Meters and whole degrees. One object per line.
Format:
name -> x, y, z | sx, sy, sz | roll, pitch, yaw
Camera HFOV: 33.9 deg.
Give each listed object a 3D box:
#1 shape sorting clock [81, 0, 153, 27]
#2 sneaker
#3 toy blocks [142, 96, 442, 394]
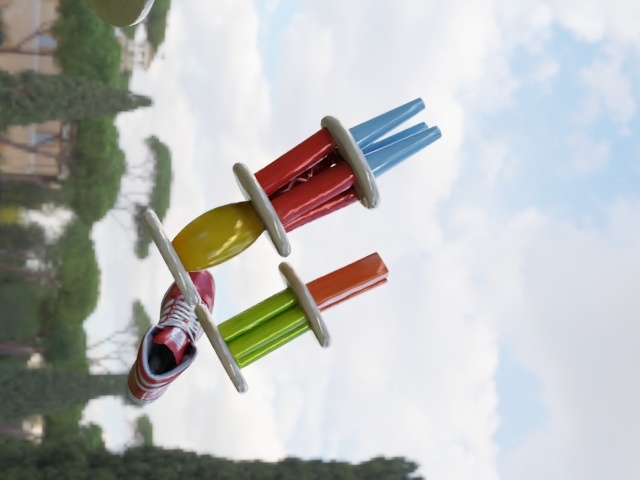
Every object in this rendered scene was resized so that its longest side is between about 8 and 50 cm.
shape sorting clock -> -0.149, -0.233, 0.644 | 0.206, 0.040, 0.206 | 42, -38, 43
sneaker -> -0.104, 0.062, 0.777 | 0.118, 0.042, 0.067 | -67, -172, -28
toy blocks -> 0.000, 0.000, 0.533 | 0.054, 0.148, 0.123 | 55, -9, 48
